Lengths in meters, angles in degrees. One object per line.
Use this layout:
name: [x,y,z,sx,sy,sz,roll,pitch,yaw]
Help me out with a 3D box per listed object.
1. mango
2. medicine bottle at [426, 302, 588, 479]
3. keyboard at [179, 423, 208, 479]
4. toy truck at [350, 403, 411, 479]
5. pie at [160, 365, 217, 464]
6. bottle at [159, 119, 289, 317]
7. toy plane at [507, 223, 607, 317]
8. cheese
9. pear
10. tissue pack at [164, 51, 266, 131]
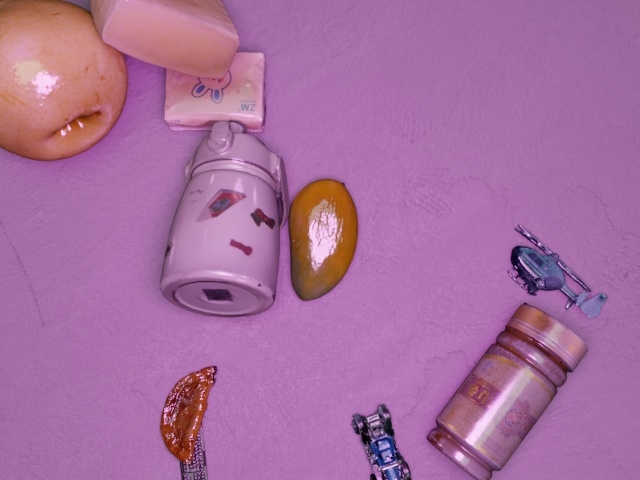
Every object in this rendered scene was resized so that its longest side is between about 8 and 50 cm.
mango: [0.007,-0.002,1.536,0.137,0.091,0.238,-3,89,3]
medicine bottle: [0.351,0.291,1.487,0.151,0.151,0.322,38,84,2]
keyboard: [-0.248,0.426,1.522,0.053,0.010,0.155,-8,85,-4]
toy truck: [0.118,0.401,1.505,0.080,0.078,0.154,-19,85,-5]
pie: [-0.261,0.330,1.517,0.088,0.033,0.191,11,72,11]
bottle: [-0.171,-0.046,1.464,0.229,0.229,0.352,4,63,-2]
toy plane: [0.460,0.074,1.563,0.235,0.060,0.096,43,71,6]
cheese: [-0.297,-0.428,1.441,0.242,0.266,0.124,8,128,-32]
pear: [-0.512,-0.304,1.447,0.309,0.309,0.309,0,84,-2]
tissue pack: [-0.206,-0.296,1.553,0.196,0.092,0.148,1,83,-3]
